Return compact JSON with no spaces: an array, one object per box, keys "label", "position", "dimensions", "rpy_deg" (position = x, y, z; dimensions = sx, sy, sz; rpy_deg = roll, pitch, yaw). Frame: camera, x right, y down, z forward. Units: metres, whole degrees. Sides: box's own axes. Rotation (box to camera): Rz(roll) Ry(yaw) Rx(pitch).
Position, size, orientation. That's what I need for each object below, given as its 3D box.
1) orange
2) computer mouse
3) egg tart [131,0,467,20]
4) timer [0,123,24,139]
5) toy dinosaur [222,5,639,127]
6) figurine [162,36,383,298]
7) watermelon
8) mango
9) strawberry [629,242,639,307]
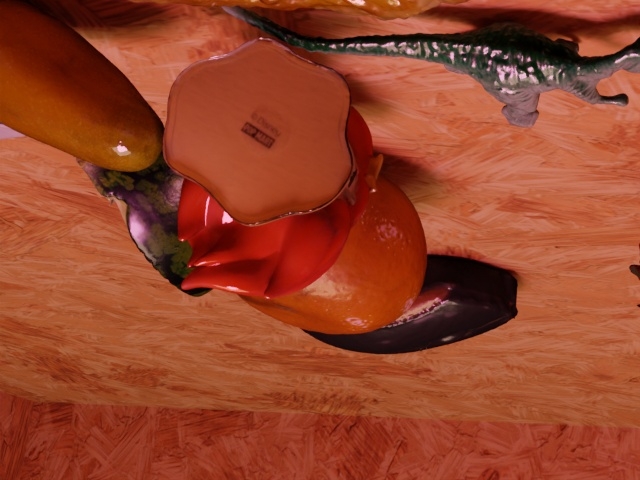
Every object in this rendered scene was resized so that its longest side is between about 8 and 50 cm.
[{"label":"orange","position":[0.000,0.000,1.886],"dimensions":[0.240,0.171,0.240],"rpy_deg":[16,165,4]},{"label":"computer mouse","position":[0.093,0.086,2.298],"dimensions":[0.323,0.116,0.183],"rpy_deg":[1,169,28]},{"label":"egg tart","position":[-0.040,-0.227,1.100],"dimensions":[0.341,0.129,0.341],"rpy_deg":[7,167,2]},{"label":"timer","position":[-0.394,-0.148,1.740],"dimensions":[0.178,0.078,0.253],"rpy_deg":[18,165,-42]},{"label":"toy dinosaur","position":[0.114,-0.138,1.478],"dimensions":[0.383,0.076,0.129],"rpy_deg":[0,157,18]},{"label":"figurine","position":[-0.042,-0.054,1.585],"dimensions":[0.181,0.208,0.257],"rpy_deg":[-5,167,8]},{"label":"watermelon","position":[-0.153,-0.005,2.047],"dimensions":[0.159,0.128,0.303],"rpy_deg":[3,165,23]},{"label":"mango","position":[-0.218,-0.125,1.541],"dimensions":[0.227,0.099,0.136],"rpy_deg":[34,-172,27]},{"label":"strawberry","position":[0.409,-0.006,1.784],"dimensions":[0.236,0.111,0.190],"rpy_deg":[-10,171,-43]}]
